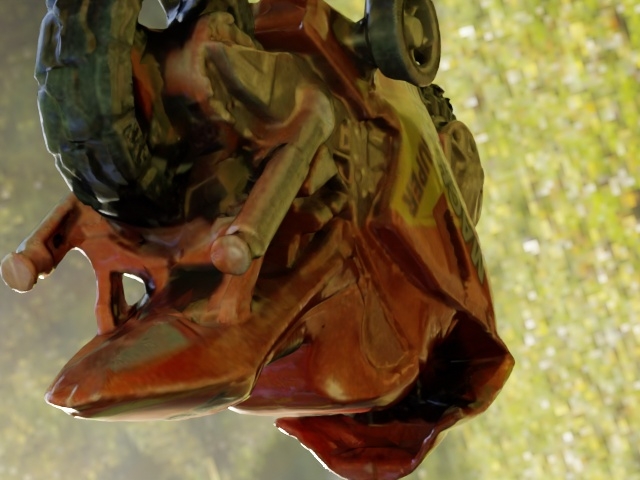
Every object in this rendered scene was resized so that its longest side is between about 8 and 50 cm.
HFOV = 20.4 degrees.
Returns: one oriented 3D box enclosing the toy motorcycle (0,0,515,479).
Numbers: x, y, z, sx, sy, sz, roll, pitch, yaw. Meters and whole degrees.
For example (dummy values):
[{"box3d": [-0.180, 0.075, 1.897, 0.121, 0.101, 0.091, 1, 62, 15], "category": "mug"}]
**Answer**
[{"box3d": [-0.001, -0.002, 0.615, 0.298, 0.089, 0.171, 17, -104, -63], "category": "toy motorcycle"}]
